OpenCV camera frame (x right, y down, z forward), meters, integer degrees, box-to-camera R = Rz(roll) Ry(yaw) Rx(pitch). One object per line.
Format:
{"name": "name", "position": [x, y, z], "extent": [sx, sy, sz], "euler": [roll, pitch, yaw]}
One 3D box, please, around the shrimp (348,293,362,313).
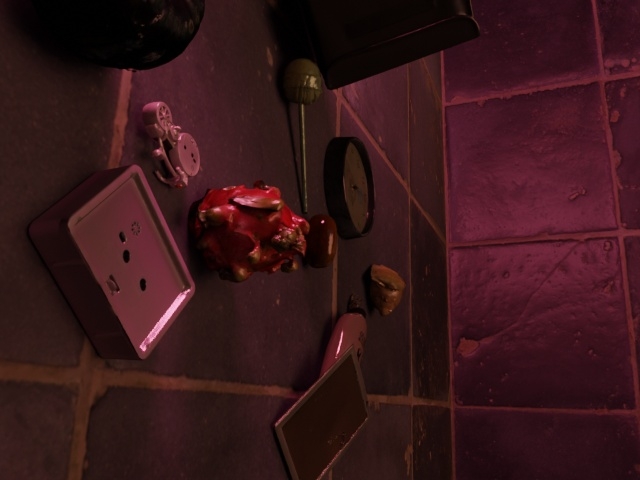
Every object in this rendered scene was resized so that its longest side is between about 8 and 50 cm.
{"name": "shrimp", "position": [0.090, 0.170, 1.567], "extent": [0.092, 0.029, 0.038], "euler": [-63, 134, -62]}

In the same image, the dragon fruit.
{"name": "dragon fruit", "position": [-0.107, -0.015, 0.911], "extent": [0.166, 0.171, 0.160], "euler": [10, 76, -67]}

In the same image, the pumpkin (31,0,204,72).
{"name": "pumpkin", "position": [-0.230, -0.312, 0.675], "extent": [0.233, 0.163, 0.233], "euler": [6, 90, -73]}

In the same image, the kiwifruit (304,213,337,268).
{"name": "kiwifruit", "position": [0.000, 0.000, 1.305], "extent": [0.075, 0.075, 0.125], "euler": [42, 52, -60]}

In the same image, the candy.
{"name": "candy", "position": [-0.037, -0.224, 1.288], "extent": [0.092, 0.093, 0.336], "euler": [-7, 104, -26]}

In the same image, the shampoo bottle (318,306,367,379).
{"name": "shampoo bottle", "position": [0.059, 0.260, 1.392], "extent": [0.127, 0.078, 0.257], "euler": [64, 31, -33]}

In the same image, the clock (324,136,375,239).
{"name": "clock", "position": [0.084, -0.141, 1.576], "extent": [0.280, 0.055, 0.281], "euler": [-5, 90, -68]}

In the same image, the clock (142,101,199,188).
{"name": "clock", "position": [-0.215, -0.135, 0.842], "extent": [0.129, 0.041, 0.087], "euler": [65, 25, -50]}

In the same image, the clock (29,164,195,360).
{"name": "clock", "position": [-0.242, 0.028, 0.710], "extent": [0.150, 0.063, 0.197], "euler": [-64, 142, -52]}

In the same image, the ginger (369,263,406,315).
{"name": "ginger", "position": [0.195, 0.146, 1.764], "extent": [0.193, 0.115, 0.123], "euler": [-45, 149, -72]}

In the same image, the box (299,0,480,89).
{"name": "box", "position": [0.132, -0.514, 1.309], "extent": [0.251, 0.345, 0.205], "euler": [-103, 173, -60]}

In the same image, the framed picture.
{"name": "framed picture", "position": [0.013, 0.378, 1.231], "extent": [0.273, 0.016, 0.217], "euler": [-37, 122, -42]}
